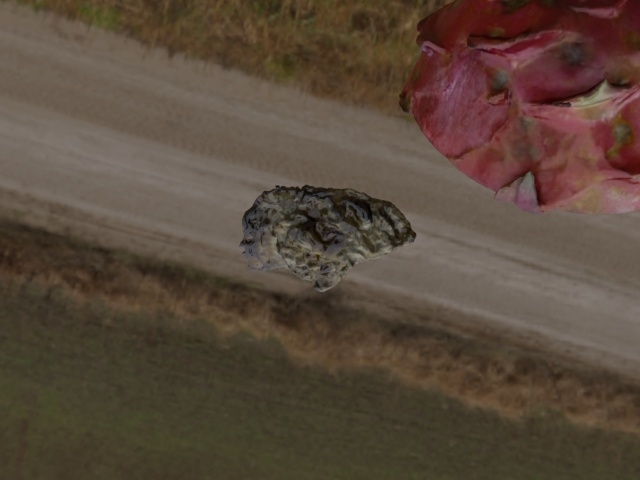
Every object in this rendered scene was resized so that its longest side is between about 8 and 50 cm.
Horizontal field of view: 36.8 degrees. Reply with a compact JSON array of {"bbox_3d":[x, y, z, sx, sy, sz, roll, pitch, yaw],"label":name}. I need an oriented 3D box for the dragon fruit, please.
[{"bbox_3d":[0.293,-0.214,1.135,0.371,0.386,0.249,16,130,6],"label":"dragon fruit"}]

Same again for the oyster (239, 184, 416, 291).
[{"bbox_3d":[0.008,-0.002,0.969,0.177,0.056,0.105,5,115,-9],"label":"oyster"}]
